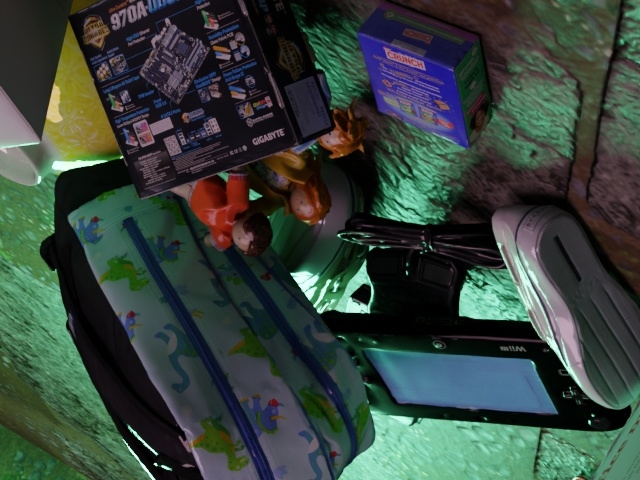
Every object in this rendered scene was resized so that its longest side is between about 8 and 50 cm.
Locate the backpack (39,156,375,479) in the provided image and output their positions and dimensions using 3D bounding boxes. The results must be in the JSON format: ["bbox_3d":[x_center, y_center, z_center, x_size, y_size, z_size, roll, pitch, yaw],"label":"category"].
[{"bbox_3d":[-0.107,0.118,1.681,0.355,0.273,0.290,-109,8,-51],"label":"backpack"}]

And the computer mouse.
[{"bbox_3d":[0.127,0.031,1.686,0.184,0.060,0.262,7,155,15],"label":"computer mouse"}]

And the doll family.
[{"bbox_3d":[-0.041,-0.104,1.567,0.163,0.118,0.263,37,132,22],"label":"doll family"}]

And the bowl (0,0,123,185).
[{"bbox_3d":[-0.281,-0.148,1.758,0.289,0.156,0.289,30,159,13],"label":"bowl"}]

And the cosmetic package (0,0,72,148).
[{"bbox_3d":[-0.352,-0.196,1.560,0.224,0.224,0.138,-6,144,19],"label":"cosmetic package"}]

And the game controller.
[{"bbox_3d":[0.141,0.128,1.731,0.319,0.067,0.166,1,153,27],"label":"game controller"}]

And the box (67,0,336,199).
[{"bbox_3d":[-0.104,-0.142,1.483,0.220,0.051,0.175,-16,97,47],"label":"box"}]

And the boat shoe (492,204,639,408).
[{"bbox_3d":[0.222,0.051,1.563,0.076,0.083,0.226,25,147,53],"label":"boat shoe"}]

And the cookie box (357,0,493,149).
[{"bbox_3d":[0.085,-0.132,1.407,0.092,0.040,0.107,25,157,25],"label":"cookie box"}]

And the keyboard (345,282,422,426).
[{"bbox_3d":[0.044,0.118,2.015,0.202,0.033,0.317,26,157,6],"label":"keyboard"}]

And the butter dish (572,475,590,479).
[{"bbox_3d":[0.325,0.361,1.991,0.160,0.118,0.160,30,159,14],"label":"butter dish"}]

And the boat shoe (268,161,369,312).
[{"bbox_3d":[0.000,0.000,1.766,0.094,0.109,0.302,1,162,-14],"label":"boat shoe"}]

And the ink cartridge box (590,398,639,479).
[{"bbox_3d":[0.344,0.176,1.422,0.131,0.226,0.306,37,160,-1],"label":"ink cartridge box"}]
